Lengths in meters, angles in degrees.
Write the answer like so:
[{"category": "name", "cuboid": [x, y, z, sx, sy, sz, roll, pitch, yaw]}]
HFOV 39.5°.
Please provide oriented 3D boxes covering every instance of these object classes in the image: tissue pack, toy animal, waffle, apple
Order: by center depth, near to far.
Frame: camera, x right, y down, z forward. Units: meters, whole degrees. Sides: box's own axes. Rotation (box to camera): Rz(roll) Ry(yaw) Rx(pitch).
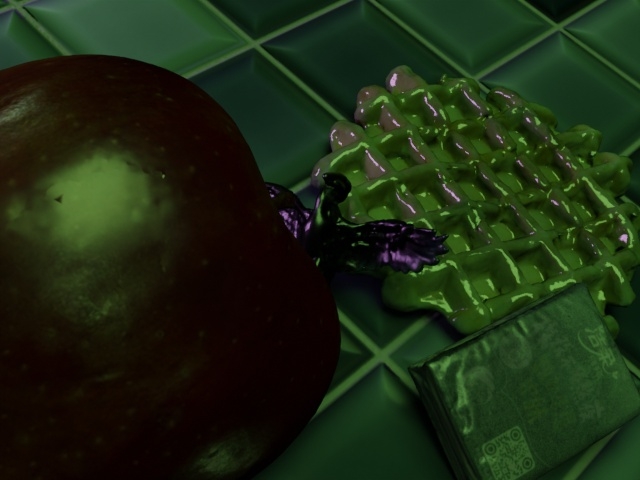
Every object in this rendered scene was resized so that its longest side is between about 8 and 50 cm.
[{"category": "apple", "cuboid": [-0.146, 0.043, 0.520, 0.317, 0.288, 0.288, -27, 63, -12]}, {"category": "tissue pack", "cuboid": [0.156, 0.112, 0.665, 0.156, 0.051, 0.112, -23, 85, -22]}, {"category": "toy animal", "cuboid": [0.000, 0.000, 0.705, 0.220, 0.062, 0.108, 13, 74, 33]}, {"category": "waffle", "cuboid": [0.148, -0.037, 0.804, 0.309, 0.056, 0.291, 24, 50, 2]}]
